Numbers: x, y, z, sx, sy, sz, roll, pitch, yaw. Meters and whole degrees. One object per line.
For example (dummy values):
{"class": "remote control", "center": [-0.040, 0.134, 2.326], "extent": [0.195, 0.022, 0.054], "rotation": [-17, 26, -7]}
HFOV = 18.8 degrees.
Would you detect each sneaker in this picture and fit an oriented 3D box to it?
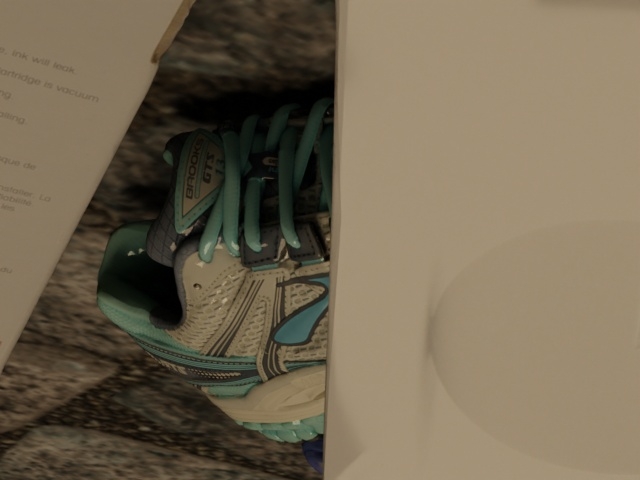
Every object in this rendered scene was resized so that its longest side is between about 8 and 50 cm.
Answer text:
{"class": "sneaker", "center": [0.000, 0.000, 0.728], "extent": [0.122, 0.110, 0.283], "rotation": [28, 147, -18]}

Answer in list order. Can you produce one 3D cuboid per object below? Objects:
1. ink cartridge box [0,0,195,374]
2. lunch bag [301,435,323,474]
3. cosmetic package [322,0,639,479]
{"class": "ink cartridge box", "center": [-0.217, -0.073, 0.663], "extent": [0.303, 0.072, 0.307], "rotation": [16, 143, -15]}
{"class": "lunch bag", "center": [0.163, 0.100, 0.831], "extent": [0.303, 0.115, 0.243], "rotation": [3, 155, 44]}
{"class": "cosmetic package", "center": [0.120, -0.004, 0.538], "extent": [0.224, 0.138, 0.224], "rotation": [6, 123, 6]}
